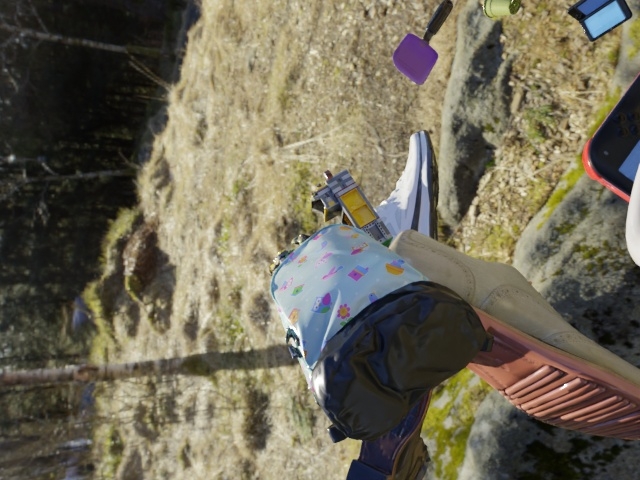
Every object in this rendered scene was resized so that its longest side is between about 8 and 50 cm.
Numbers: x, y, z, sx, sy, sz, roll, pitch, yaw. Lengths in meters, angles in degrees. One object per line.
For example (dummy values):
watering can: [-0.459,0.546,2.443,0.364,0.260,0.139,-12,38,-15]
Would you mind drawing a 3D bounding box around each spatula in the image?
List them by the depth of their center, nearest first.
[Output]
spatula: [0.228,-0.434,1.083,0.030,0.084,0.296,-46,12,53]

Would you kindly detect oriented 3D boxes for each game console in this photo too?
game console: [0.784,-0.186,1.065,0.342,0.386,0.060,-53,-6,2]
game console: [0.766,-0.626,1.419,0.122,0.107,0.071,-29,56,49]

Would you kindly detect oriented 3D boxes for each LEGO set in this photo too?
LEGO set: [0.000,0.000,1.060,0.192,0.255,0.331,57,179,15]

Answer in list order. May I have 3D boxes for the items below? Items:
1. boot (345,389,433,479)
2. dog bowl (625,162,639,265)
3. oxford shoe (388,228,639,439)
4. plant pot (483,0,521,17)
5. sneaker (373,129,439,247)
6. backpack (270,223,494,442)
boot: [0.113,0.279,0.732,0.082,0.106,0.219,21,79,39]
dog bowl: [0.228,-0.116,0.189,0.102,0.349,0.349,21,111,21]
oxford shoe: [0.247,0.105,0.595,0.140,0.397,0.146,-56,8,54]
plant pot: [0.520,-0.669,1.458,0.079,0.083,0.083,37,121,45]
sneaker: [0.213,-0.119,1.525,0.257,0.169,0.447,-2,69,20]
backpack: [0.034,0.063,0.448,0.115,0.152,0.182,61,172,-25]
